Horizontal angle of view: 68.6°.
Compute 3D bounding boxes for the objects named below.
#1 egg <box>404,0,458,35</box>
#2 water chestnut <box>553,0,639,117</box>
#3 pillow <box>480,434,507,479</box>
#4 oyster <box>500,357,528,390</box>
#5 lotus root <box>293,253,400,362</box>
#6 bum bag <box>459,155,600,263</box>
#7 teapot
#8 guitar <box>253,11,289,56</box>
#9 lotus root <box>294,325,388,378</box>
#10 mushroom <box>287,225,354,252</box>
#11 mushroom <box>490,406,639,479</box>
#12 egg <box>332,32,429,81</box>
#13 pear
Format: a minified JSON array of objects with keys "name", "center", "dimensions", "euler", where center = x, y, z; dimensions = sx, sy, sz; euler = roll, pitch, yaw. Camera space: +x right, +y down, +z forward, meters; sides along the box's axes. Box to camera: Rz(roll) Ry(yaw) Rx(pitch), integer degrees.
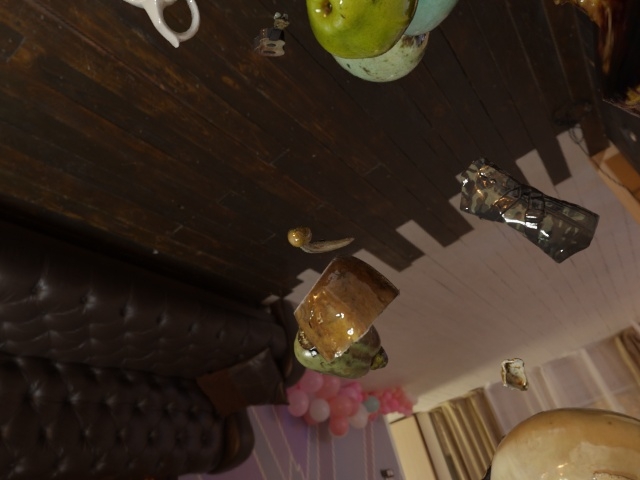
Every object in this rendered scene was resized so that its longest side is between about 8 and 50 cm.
[{"name":"egg","center":[0.207,-0.526,0.919],"dimensions":[0.169,0.169,0.237],"euler":[2,128,-27]},{"name":"water chestnut","center":[0.425,-0.310,0.560],"dimensions":[0.302,0.351,0.350],"euler":[-1,149,9]},{"name":"pillow","center":[0.454,0.522,0.981],"dimensions":[0.141,0.208,0.055],"euler":[-41,143,-33]},{"name":"oyster","center":[0.370,0.258,0.900],"dimensions":[0.051,0.034,0.093],"euler":[-21,114,-4]},{"name":"lotus root","center":[0.024,0.074,0.529],"dimensions":[0.112,0.081,0.122],"euler":[-51,176,1]},{"name":"bum bag","center":[0.490,-0.074,1.146],"dimensions":[0.144,0.340,0.095],"euler":[-63,161,17]},{"name":"teapot","center":[-0.348,-0.515,0.887],"dimensions":[0.208,0.166,0.299],"euler":[-13,132,46]},{"name":"guitar","center":[-0.113,-0.505,1.146],"dimensions":[0.083,0.038,0.271],"euler":[-3,-174,-13]},{"name":"lotus root","center":[0.055,0.256,1.143],"dimensions":[0.173,0.173,0.309],"euler":[-32,140,21]},{"name":"mushroom","center":[0.000,0.003,0.960],"dimensions":[0.068,0.043,0.306],"euler":[-2,176,19]},{"name":"mushroom","center":[0.309,0.311,0.518],"dimensions":[0.246,0.246,0.202],"euler":[-37,166,28]},{"name":"egg","center":[0.155,-0.599,1.306],"dimensions":[0.287,0.379,0.288],"euler":[-22,146,-16]},{"name":"pear","center":[0.036,-0.187,0.360],"dimensions":[0.097,0.092,0.092],"euler":[-46,158,-27]}]
